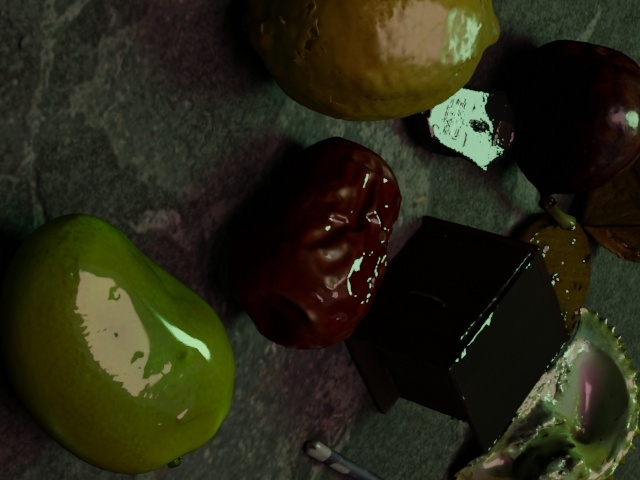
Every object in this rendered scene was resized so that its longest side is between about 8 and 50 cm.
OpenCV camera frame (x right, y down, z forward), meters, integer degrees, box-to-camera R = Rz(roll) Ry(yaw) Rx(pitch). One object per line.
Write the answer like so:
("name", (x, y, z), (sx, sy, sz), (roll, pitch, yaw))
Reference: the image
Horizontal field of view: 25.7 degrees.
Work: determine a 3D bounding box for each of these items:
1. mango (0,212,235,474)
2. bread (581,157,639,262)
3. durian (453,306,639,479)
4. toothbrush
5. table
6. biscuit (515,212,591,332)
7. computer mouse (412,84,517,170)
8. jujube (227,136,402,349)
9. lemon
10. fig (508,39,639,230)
("mango", (-0.192, 0.102, 1.265), (0.273, 0.149, 0.185), (43, 76, -41))
("bread", (0.460, -0.055, 1.949), (0.149, 0.158, 0.143), (37, 67, -50))
("durian", (0.318, 0.254, 1.890), (0.306, 0.172, 0.166), (-42, 135, -10))
("toothbrush", (0.066, 0.296, 1.718), (0.024, 0.026, 0.288), (-34, 140, 17))
("table", (0.159, 0.107, 1.655), (0.193, 0.169, 0.172), (-49, 134, -26))
("biscuit", (0.302, 0.062, 1.907), (0.212, 0.036, 0.212), (-17, 114, -44))
("computer mouse", (0.165, -0.143, 1.671), (0.172, 0.057, 0.099), (15, 92, -39))
("jujube", (0.000, 0.000, 1.455), (0.155, 0.155, 0.230), (53, 56, -44))
("lemon", (0.051, -0.217, 1.391), (0.260, 0.204, 0.204), (-3, 107, -12))
("fig", (0.306, -0.125, 1.755), (0.186, 0.203, 0.249), (25, 112, -9))
